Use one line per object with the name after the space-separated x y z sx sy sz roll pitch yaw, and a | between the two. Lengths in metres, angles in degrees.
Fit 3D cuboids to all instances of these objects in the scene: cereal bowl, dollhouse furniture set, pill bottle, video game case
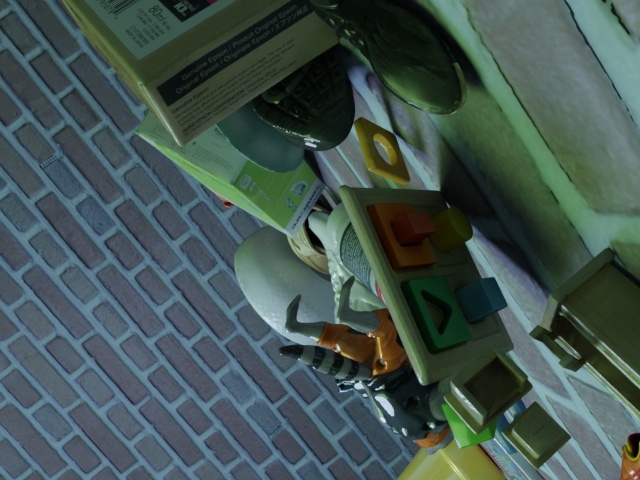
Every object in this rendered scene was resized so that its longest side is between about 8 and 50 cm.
-0.043 0.087 1.579 0.339 0.141 0.339 34 -151 -22 | cereal bowl
0.210 0.134 0.451 0.182 0.161 0.101 49 172 29 | dollhouse furniture set
0.084 0.011 0.832 0.180 0.108 0.108 42 168 51 | pill bottle
0.422 0.495 1.428 0.204 0.025 0.285 49 172 21 | video game case

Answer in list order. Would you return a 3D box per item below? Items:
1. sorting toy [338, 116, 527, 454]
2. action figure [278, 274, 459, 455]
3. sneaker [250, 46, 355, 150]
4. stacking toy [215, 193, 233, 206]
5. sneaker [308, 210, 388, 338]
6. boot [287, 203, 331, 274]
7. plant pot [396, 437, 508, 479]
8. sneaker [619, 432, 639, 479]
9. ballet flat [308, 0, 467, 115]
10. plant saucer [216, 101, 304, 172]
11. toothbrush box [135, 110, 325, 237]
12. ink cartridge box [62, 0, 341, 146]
0.112 0.024 0.580 0.196 0.047 0.347 -1 -116 -53 | sorting toy
0.078 0.218 0.985 0.330 0.178 0.341 43 139 -11 | action figure
-0.020 -0.163 0.725 0.130 0.109 0.286 49 -175 -36 | sneaker
-0.275 -0.235 1.424 0.309 0.130 0.279 54 -169 28 | stacking toy
0.059 0.078 1.128 0.305 0.152 0.114 51 178 14 | sneaker
0.000 0.000 1.364 0.262 0.095 0.203 59 168 -29 | boot
0.337 0.629 1.658 0.254 0.239 0.254 49 178 3 | plant pot
0.331 0.228 0.628 0.175 0.064 0.067 74 177 -59 | sneaker
0.053 -0.161 0.488 0.173 0.057 0.049 50 -147 20 | ballet flat
-0.079 -0.186 0.869 0.195 0.037 0.195 34 -140 -34 | plant saucer
-0.139 -0.134 1.069 0.206 0.122 0.283 29 173 23 | toothbrush box
-0.128 -0.230 0.625 0.234 0.193 0.088 46 169 34 | ink cartridge box
